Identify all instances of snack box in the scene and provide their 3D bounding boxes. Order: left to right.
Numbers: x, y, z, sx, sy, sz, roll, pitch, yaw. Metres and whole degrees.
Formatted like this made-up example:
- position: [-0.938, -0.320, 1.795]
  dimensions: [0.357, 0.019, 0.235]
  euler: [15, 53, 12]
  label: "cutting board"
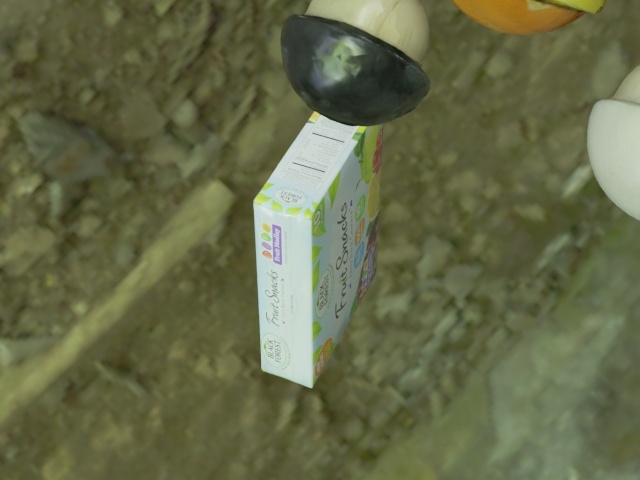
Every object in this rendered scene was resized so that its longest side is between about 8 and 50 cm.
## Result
- position: [0.000, 0.000, 0.858]
  dimensions: [0.141, 0.037, 0.100]
  euler: [89, 26, -46]
  label: "snack box"

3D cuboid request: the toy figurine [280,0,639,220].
- position: [0.051, -0.109, 0.480]
  dimensions: [0.209, 0.213, 0.148]
  euler: [29, 86, -57]
  label: "toy figurine"
